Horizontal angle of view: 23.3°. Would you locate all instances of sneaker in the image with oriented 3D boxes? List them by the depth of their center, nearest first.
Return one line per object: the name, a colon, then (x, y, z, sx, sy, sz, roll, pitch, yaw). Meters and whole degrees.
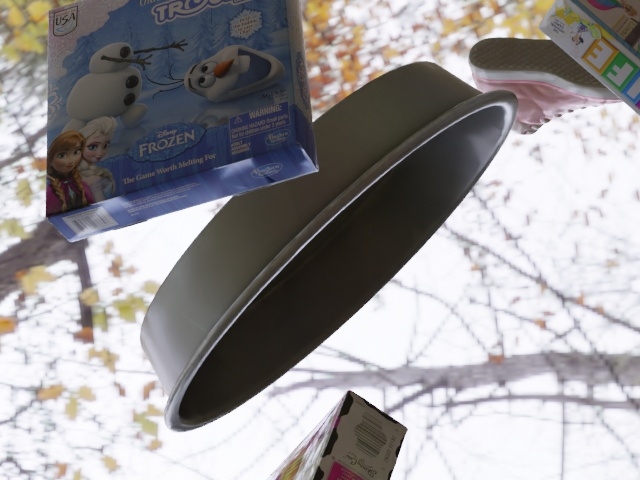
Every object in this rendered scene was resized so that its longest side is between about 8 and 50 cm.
sneaker: (0.180, -0.113, 1.170, 0.070, 0.134, 0.051, 73, -146, -47)

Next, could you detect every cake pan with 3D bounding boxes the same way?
cake pan: (0.000, 0.000, 0.956, 0.293, 0.293, 0.054, -38, -103, -27)

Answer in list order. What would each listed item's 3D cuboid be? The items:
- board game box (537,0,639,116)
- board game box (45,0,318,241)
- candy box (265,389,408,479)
board game box: (0.195, -0.115, 0.813, 0.103, 0.026, 0.154, 43, -133, 9)
board game box: (-0.049, -0.052, 0.522, 0.020, 0.090, 0.090, 55, -156, -53)
candy box: (-0.018, 0.261, 1.343, 0.071, 0.159, 0.233, 33, -142, -7)
